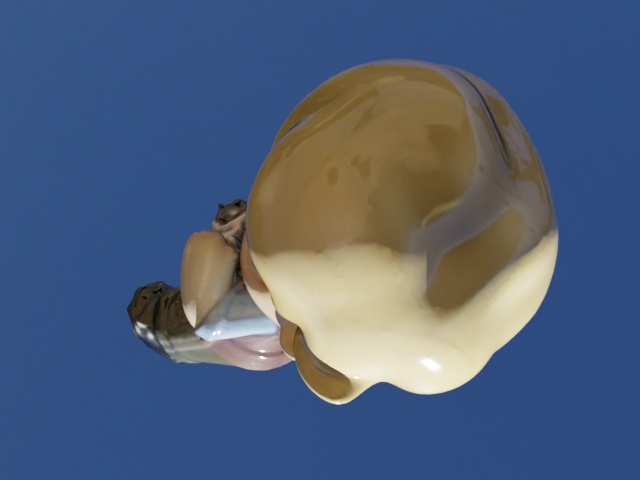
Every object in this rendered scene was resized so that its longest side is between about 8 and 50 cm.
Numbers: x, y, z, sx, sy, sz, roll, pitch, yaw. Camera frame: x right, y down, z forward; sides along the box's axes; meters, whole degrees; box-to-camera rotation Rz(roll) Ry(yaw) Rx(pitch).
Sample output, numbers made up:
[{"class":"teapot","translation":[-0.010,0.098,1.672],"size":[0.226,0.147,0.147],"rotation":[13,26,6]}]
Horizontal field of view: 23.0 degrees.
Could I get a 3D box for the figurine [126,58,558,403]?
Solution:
[{"class":"figurine","translation":[0.000,0.000,0.569],"size":[0.114,0.108,0.196],"rotation":[-31,-170,-32]}]
